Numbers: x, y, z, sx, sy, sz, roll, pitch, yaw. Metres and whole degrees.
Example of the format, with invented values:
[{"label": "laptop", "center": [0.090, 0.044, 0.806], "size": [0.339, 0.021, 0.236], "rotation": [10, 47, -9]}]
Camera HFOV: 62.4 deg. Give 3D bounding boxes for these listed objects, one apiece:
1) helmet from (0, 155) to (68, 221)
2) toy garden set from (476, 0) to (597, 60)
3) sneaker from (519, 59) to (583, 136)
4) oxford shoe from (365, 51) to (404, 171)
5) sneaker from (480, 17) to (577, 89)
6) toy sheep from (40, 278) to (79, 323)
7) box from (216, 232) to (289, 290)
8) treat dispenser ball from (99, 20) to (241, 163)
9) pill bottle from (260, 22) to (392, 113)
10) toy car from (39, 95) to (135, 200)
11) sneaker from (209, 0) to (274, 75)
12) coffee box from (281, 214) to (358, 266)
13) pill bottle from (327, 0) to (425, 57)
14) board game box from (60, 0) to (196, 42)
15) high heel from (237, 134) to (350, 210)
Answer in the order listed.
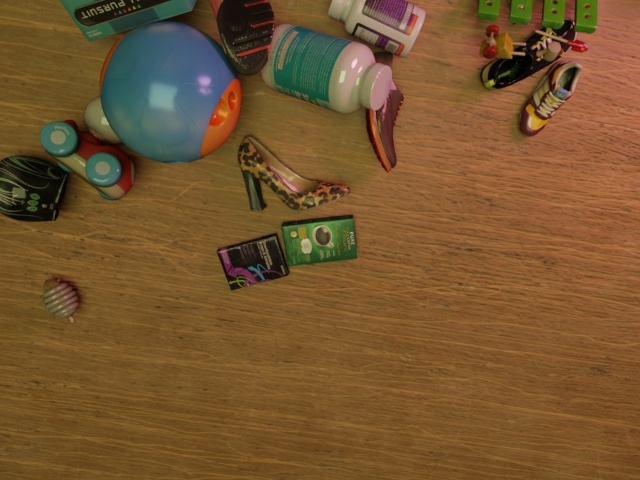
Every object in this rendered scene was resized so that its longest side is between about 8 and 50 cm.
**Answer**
[{"label": "helmet", "center": [-0.702, -0.124, 1.260], "size": [0.162, 0.169, 0.169], "rotation": [16, 109, -22]}, {"label": "toy garden set", "center": [0.452, -0.456, 1.123], "size": [0.244, 0.049, 0.203], "rotation": [10, 70, 5]}, {"label": "sneaker", "center": [0.520, -0.322, 1.201], "size": [0.070, 0.084, 0.185], "rotation": [23, 107, -6]}, {"label": "oxford shoe", "center": [0.151, -0.293, 1.215], "size": [0.098, 0.097, 0.271], "rotation": [-14, 108, 0]}, {"label": "sneaker", "center": [0.469, -0.401, 1.168], "size": [0.235, 0.097, 0.084], "rotation": [-34, 105, 11]}, {"label": "toy sheep", "center": [-0.681, 0.160, 1.387], "size": [0.091, 0.091, 0.132], "rotation": [-28, 100, 10]}, {"label": "box", "center": [-0.173, 0.056, 1.370], "size": [0.162, 0.029, 0.116], "rotation": [-16, 107, 5]}, {"label": "treat dispenser ball", "center": [-0.311, -0.307, 1.115], "size": [0.288, 0.288, 0.288], "rotation": [0, 108, 1]}, {"label": "pill bottle", "center": [0.014, -0.356, 1.117], "size": [0.264, 0.146, 0.146], "rotation": [25, 110, 24]}, {"label": "toy car", "center": [-0.483, -0.240, 1.218], "size": [0.210, 0.219, 0.238], "rotation": [36, 77, -10]}, {"label": "sneaker", "center": [-0.172, -0.488, 1.108], "size": [0.116, 0.136, 0.313], "rotation": [-13, 87, -10]}, {"label": "coffee box", "center": [0.000, 0.000, 1.341], "size": [0.184, 0.040, 0.113], "rotation": [-8, 109, 4]}, {"label": "pill bottle", "center": [0.118, -0.484, 1.143], "size": [0.193, 0.108, 0.108], "rotation": [23, 107, -7]}, {"label": "board game box", "center": [-0.426, -0.571, 0.998], "size": [0.254, 0.079, 0.336], "rotation": [-9, 139, 17]}, {"label": "high heel", "center": [-0.066, -0.167, 1.256], "size": [0.261, 0.093, 0.186], "rotation": [-4, 115, 12]}]
